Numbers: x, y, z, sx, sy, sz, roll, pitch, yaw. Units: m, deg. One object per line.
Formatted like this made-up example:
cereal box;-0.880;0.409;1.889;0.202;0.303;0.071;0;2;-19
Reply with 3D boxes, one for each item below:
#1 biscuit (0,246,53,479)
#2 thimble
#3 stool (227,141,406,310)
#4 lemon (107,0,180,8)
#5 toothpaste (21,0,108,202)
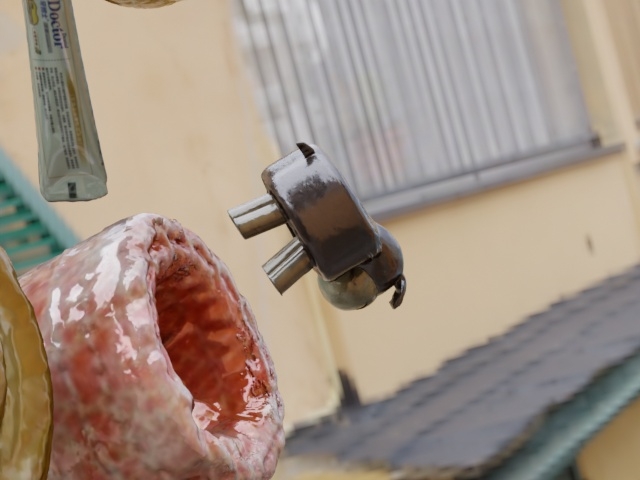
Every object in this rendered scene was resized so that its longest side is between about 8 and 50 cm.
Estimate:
biscuit;-0.273;0.087;1.184;0.102;0.296;0.296;-16;1;27
thimble;-0.144;0.114;1.429;0.162;0.239;0.239;-23;-2;19
stool;0.000;0.000;1.746;0.121;0.217;0.125;-35;41;-2
lemon;-0.141;-0.269;1.358;0.188;0.188;0.257;-14;-29;31
toothpaste;-0.246;-0.157;1.724;0.067;0.255;0.037;-3;19;9
